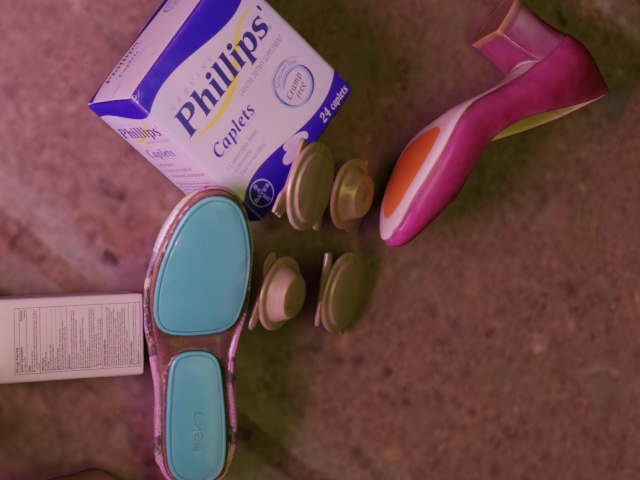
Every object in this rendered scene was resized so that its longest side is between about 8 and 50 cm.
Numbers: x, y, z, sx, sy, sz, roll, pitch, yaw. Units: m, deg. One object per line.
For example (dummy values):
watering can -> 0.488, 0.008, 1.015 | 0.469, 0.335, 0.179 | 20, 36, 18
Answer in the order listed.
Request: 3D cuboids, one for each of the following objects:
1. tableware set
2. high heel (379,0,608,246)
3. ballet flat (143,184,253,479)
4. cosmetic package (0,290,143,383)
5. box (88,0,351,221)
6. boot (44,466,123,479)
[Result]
tableware set -> 0.000, 0.000, 1.423 | 0.168, 0.020, 0.141 | 7, 96, -64
high heel -> 0.138, -0.070, 1.512 | 0.117, 0.082, 0.244 | 39, 59, -16
ballet flat -> -0.090, 0.065, 1.376 | 0.076, 0.079, 0.222 | -1, 103, -12
cosmetic package -> -0.182, 0.066, 1.343 | 0.115, 0.041, 0.060 | 0, 92, -31
box -> -0.070, -0.103, 1.388 | 0.137, 0.072, 0.126 | 42, 70, -25
boot -> -0.214, 0.174, 1.258 | 0.236, 0.089, 0.269 | 63, 21, 13
